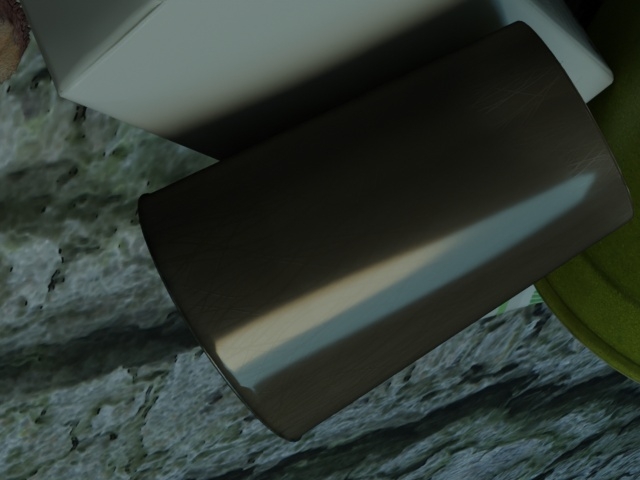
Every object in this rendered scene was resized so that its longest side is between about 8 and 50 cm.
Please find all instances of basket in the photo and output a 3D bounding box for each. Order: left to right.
[{"bbox_3d":[0.043,-0.011,0.706,0.227,0.154,0.204,-30,156,5],"label":"basket"}]

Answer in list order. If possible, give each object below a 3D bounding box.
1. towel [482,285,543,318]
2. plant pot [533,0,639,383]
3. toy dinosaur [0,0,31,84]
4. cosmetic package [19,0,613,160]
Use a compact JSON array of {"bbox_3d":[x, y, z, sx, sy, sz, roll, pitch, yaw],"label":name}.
[{"bbox_3d":[0.311,0.001,1.413,0.325,0.038,0.248,-12,149,-27],"label":"towel"},{"bbox_3d":[0.341,-0.114,0.888,0.367,0.366,0.353,-20,151,-14],"label":"plant pot"},{"bbox_3d":[-0.228,-0.120,0.642,0.200,0.127,0.296,-49,152,22],"label":"toy dinosaur"},{"bbox_3d":[0.007,-0.145,0.765,0.197,0.155,0.365,-37,151,19],"label":"cosmetic package"}]
